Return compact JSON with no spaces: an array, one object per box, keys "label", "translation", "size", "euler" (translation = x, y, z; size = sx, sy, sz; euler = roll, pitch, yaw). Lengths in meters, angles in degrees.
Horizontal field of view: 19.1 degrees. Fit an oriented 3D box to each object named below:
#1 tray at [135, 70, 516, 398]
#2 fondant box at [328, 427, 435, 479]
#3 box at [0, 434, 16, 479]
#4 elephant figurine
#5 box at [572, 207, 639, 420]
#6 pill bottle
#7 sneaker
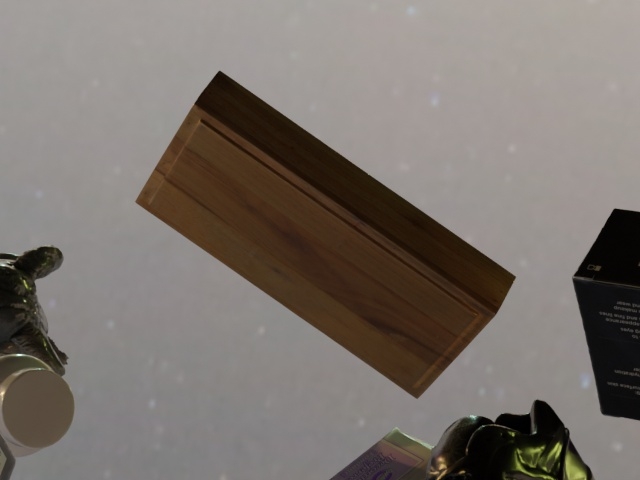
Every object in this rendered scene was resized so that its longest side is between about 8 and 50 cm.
[{"label":"tray","translation":[0.000,0.000,2.202],"size":[0.411,0.203,0.076],"euler":[34,-132,-2]},{"label":"fondant box","translation":[0.062,0.357,1.568],"size":[0.238,0.330,0.096],"euler":[-36,-153,-19]},{"label":"box","translation":[-0.320,0.138,1.241],"size":[0.142,0.247,0.163],"euler":[8,-124,15]},{"label":"elephant figurine","translation":[-0.307,0.072,1.781],"size":[0.186,0.239,0.169],"euler":[-38,-84,-34]},{"label":"box","translation":[0.299,0.068,1.514],"size":[0.156,0.158,0.093],"euler":[9,-136,30]},{"label":"pill bottle","translation":[-0.265,0.135,1.578],"size":[0.086,0.086,0.152],"euler":[-12,-174,-33]},{"label":"sneaker","translation":[0.092,0.188,1.272],"size":[0.283,0.107,0.124],"euler":[-21,-91,-57]}]
